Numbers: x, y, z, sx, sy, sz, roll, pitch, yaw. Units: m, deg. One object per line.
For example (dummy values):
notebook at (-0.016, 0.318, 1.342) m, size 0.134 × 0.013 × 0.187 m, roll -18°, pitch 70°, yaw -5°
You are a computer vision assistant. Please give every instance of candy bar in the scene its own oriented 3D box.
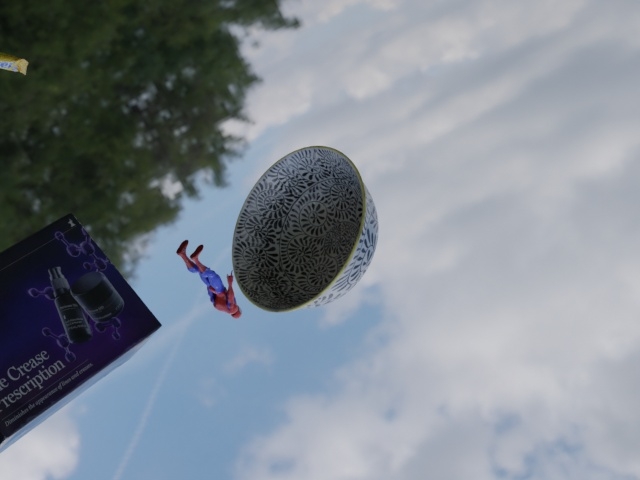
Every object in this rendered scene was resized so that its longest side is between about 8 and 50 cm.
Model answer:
candy bar at (-0.530, -0.284, 1.909) m, size 0.161 × 0.018 × 0.040 m, roll 11°, pitch 155°, yaw -12°

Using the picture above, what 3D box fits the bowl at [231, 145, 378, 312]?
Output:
bowl at (0.000, 0.000, 1.220) m, size 0.170 × 0.080 × 0.170 m, roll -19°, pitch -121°, yaw 35°

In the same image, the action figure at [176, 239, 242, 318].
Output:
action figure at (-0.111, 0.045, 1.310) m, size 0.038 × 0.115 × 0.030 m, roll 11°, pitch -126°, yaw 37°

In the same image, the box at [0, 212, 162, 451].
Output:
box at (-0.343, 0.110, 1.446) m, size 0.261 × 0.184 × 0.103 m, roll -38°, pitch 175°, yaw -46°
